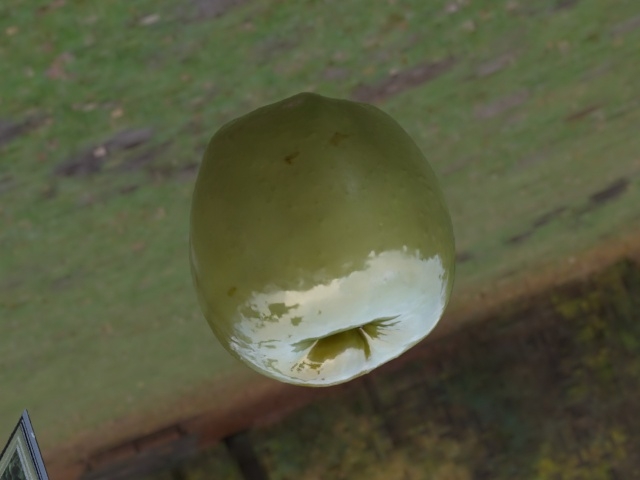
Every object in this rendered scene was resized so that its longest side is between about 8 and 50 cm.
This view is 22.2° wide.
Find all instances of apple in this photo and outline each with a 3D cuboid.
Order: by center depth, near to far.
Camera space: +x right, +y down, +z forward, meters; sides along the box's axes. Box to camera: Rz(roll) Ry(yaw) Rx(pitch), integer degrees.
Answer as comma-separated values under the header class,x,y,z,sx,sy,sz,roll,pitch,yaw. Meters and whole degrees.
class,x,y,z,sx,sy,sz,roll,pitch,yaw
apple,0.000,0.000,1.109,0.200,0.200,0.200,-21,173,-3

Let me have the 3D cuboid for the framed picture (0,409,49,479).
class,x,y,z,sx,sy,sz,roll,pitch,yaw
framed picture,-0.304,0.302,1.635,0.010,0.195,0.199,-5,-152,13
